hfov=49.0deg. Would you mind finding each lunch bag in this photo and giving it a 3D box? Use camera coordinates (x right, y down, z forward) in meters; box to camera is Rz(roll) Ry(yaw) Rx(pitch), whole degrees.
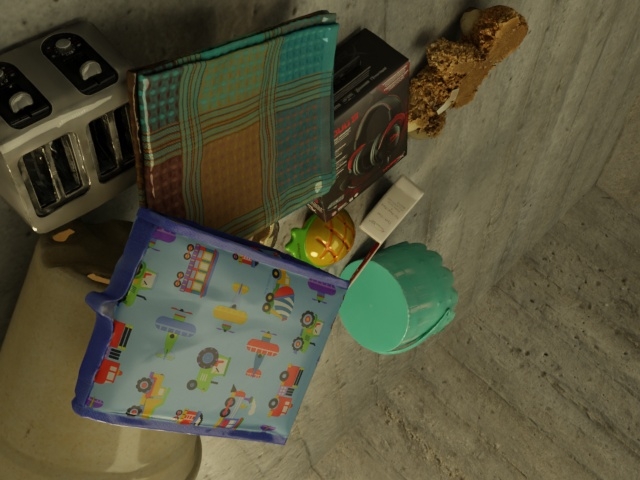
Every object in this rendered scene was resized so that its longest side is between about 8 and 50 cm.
[{"bbox_3d":[-0.134,0.101,0.797,0.293,0.138,0.220,21,91,-50],"label":"lunch bag"}]

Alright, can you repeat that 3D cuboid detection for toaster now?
[{"bbox_3d":[-0.283,-0.114,0.758,0.168,0.110,0.185,-35,153,-28],"label":"toaster"}]

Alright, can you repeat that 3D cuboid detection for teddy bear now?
[{"bbox_3d":[0.254,-0.334,1.401,0.245,0.113,0.338,-12,145,-44],"label":"teddy bear"}]

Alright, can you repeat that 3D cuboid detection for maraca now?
[{"bbox_3d":[0.000,0.000,1.437,0.186,0.099,0.127,-28,118,-36],"label":"maraca"}]

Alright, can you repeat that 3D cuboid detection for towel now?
[{"bbox_3d":[-0.086,-0.124,0.885,0.370,0.040,0.271,-36,136,-48],"label":"towel"}]

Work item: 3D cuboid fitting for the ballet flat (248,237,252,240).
[{"bbox_3d":[-0.119,-0.103,1.105,0.106,0.108,0.316,-54,172,-46],"label":"ballet flat"}]

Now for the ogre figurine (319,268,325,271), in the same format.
[{"bbox_3d":[-0.040,0.100,1.533,0.118,0.097,0.197,-38,145,2],"label":"ogre figurine"}]

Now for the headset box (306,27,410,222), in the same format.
[{"bbox_3d":[0.039,-0.196,1.195,0.218,0.110,0.293,-40,155,-16],"label":"headset box"}]

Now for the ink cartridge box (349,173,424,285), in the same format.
[{"bbox_3d":[0.112,-0.014,1.534,0.261,0.066,0.296,-51,177,2],"label":"ink cartridge box"}]

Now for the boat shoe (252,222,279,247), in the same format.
[{"bbox_3d":[-0.102,-0.025,1.292,0.049,0.056,0.152,-39,165,-33],"label":"boat shoe"}]

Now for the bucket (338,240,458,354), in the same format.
[{"bbox_3d":[0.186,0.146,1.795,0.183,0.281,0.281,-16,141,-42],"label":"bucket"}]

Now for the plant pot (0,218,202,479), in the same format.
[{"bbox_3d":[-0.287,0.150,0.944,0.334,0.334,0.305,-12,127,-54],"label":"plant pot"}]
